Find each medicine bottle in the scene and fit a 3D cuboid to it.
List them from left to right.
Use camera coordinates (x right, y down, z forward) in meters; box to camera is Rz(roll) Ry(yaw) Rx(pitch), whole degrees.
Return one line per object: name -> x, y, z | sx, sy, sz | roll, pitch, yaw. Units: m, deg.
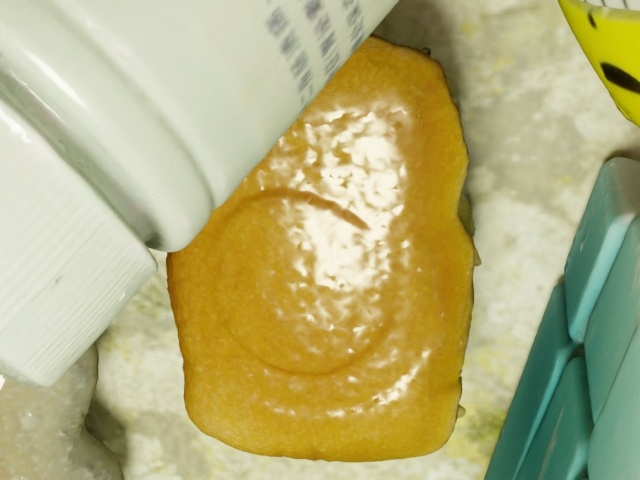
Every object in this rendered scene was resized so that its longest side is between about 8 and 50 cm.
medicine bottle -> -0.076, -0.118, 0.519 | 0.190, 0.190, 0.332 | 42, 76, -8

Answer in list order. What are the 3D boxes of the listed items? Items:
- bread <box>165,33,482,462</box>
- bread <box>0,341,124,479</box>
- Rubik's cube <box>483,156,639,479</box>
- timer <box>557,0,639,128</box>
bread -> 0.000, 0.000, 0.675 | 0.174, 0.121, 0.246 | 1, 114, 8
bread -> -0.244, 0.070, 0.728 | 0.337, 0.102, 0.183 | 38, 94, -24
Rubik's cube -> 0.243, 0.185, 0.604 | 0.318, 0.316, 0.322 | 17, 115, 2
timer -> 0.242, -0.108, 0.523 | 0.285, 0.285, 0.285 | 3, 112, 8
